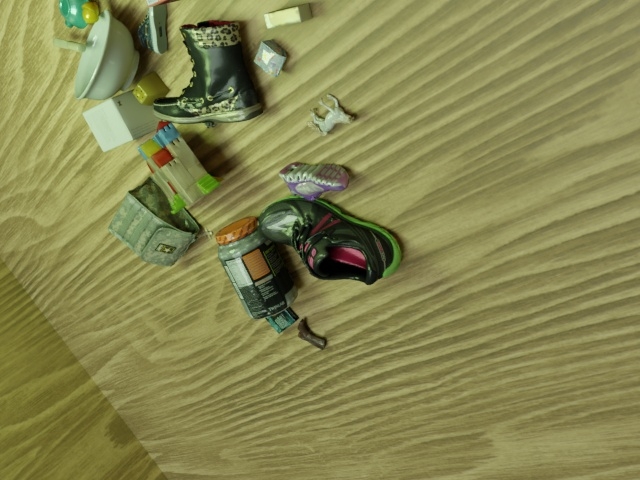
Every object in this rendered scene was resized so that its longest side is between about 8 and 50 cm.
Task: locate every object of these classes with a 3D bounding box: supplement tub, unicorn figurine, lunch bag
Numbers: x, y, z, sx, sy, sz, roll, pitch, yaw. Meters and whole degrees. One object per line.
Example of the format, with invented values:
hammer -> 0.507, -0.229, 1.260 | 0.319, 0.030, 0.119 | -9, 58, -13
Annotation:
supplement tub -> -0.220, 0.089, 2.026 | 0.194, 0.193, 0.316 | -11, 110, 39
unicorn figurine -> 0.031, -0.348, 1.678 | 0.111, 0.060, 0.162 | 49, 149, -1
lunch bag -> -0.610, -0.047, 2.235 | 0.287, 0.169, 0.235 | 42, 130, -4
lunch bag -> -0.136, -0.511, 1.689 | 0.083, 0.053, 0.071 | 44, 132, 17

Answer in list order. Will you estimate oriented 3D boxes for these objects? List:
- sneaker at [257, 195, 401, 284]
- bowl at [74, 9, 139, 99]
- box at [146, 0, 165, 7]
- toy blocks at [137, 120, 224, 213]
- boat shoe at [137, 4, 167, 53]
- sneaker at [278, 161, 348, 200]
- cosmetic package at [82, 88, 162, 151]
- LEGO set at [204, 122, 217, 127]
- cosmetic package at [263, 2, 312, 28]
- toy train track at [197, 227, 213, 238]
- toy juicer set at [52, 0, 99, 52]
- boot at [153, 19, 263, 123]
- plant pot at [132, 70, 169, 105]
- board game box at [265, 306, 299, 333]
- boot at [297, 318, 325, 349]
sneaker -> 0.000, 0.000, 1.810 | 0.483, 0.202, 0.185 | 17, 125, 25
bowl -> -0.674, -0.572, 1.930 | 0.298, 0.134, 0.297 | -25, 58, 47
box -> -0.353, -0.756, 1.624 | 0.300, 0.142, 0.154 | -4, 115, 36
toy blocks -> -0.488, -0.245, 1.976 | 0.261, 0.191, 0.381 | 55, 160, -13
boat shoe -> -0.524, -0.672, 1.848 | 0.083, 0.065, 0.183 | 24, 129, 19
sneaker -> -0.012, -0.169, 1.797 | 0.236, 0.095, 0.104 | 10, 129, 36
cosmetic package -> -0.675, -0.415, 2.055 | 0.184, 0.151, 0.151 | -9, 113, 39
LEGO set -> -0.376, -0.388, 1.952 | 0.083, 0.023, 0.054 | 9, 122, 30
cosmetic package -> -0.086, -0.596, 1.596 | 0.115, 0.060, 0.041 | 1, 118, 33
toy train track -> -0.432, -0.021, 2.227 | 0.083, 0.014, 0.048 | -9, 112, 39
toy juicer set -> -0.774, -0.740, 1.951 | 0.209, 0.089, 0.329 | 42, 128, 24
boot -> -0.363, -0.499, 1.795 | 0.378, 0.138, 0.284 | 7, 122, 27
plant pot -> -0.567, -0.493, 1.978 | 0.081, 0.083, 0.081 | 51, 133, -4
board game box -> -0.178, 0.247, 2.209 | 0.186, 0.026, 0.126 | 49, 133, -1
boot -> -0.027, 0.339, 2.154 | 0.114, 0.037, 0.106 | 27, 143, 23
